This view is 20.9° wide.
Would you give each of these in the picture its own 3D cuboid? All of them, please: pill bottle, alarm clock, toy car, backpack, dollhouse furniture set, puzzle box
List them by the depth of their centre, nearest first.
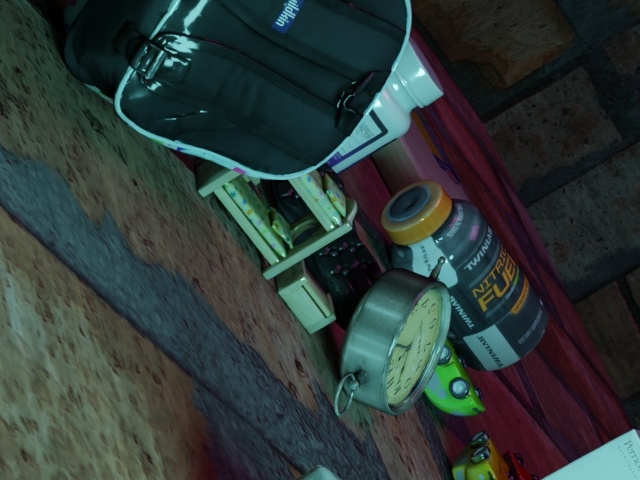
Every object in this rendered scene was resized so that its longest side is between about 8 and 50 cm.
[{"bbox_3d":[-0.061,-0.173,1.385,0.253,0.225,0.191,23,15,-42],"label":"backpack"},{"bbox_3d":[0.056,0.098,1.564,0.192,0.064,0.129,-44,146,-50],"label":"alarm clock"},{"bbox_3d":[-0.023,-0.043,1.591,0.182,0.101,0.161,53,13,-28],"label":"dollhouse furniture set"},{"bbox_3d":[0.026,-0.135,1.804,0.108,0.193,0.108,56,11,-17],"label":"pill bottle"},{"bbox_3d":[0.162,0.206,1.871,0.225,0.053,0.239,63,11,23],"label":"toy car"},{"bbox_3d":[0.171,0.038,2.149,0.245,0.130,0.130,52,13,-30],"label":"pill bottle"},{"bbox_3d":[0.139,-0.129,2.644,0.272,0.052,0.409,62,11,16],"label":"puzzle box"}]

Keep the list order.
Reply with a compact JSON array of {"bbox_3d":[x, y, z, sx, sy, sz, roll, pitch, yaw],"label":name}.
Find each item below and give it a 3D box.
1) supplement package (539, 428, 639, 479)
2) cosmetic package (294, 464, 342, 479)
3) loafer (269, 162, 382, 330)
[{"bbox_3d":[0.268,0.313,1.662,0.194,0.203,0.149,62,11,16],"label":"supplement package"},{"bbox_3d":[0.020,0.262,0.983,0.127,0.107,0.238,46,13,-40],"label":"cosmetic package"},{"bbox_3d":[0.000,0.000,1.690,0.078,0.076,0.223,97,-24,-43],"label":"loafer"}]
